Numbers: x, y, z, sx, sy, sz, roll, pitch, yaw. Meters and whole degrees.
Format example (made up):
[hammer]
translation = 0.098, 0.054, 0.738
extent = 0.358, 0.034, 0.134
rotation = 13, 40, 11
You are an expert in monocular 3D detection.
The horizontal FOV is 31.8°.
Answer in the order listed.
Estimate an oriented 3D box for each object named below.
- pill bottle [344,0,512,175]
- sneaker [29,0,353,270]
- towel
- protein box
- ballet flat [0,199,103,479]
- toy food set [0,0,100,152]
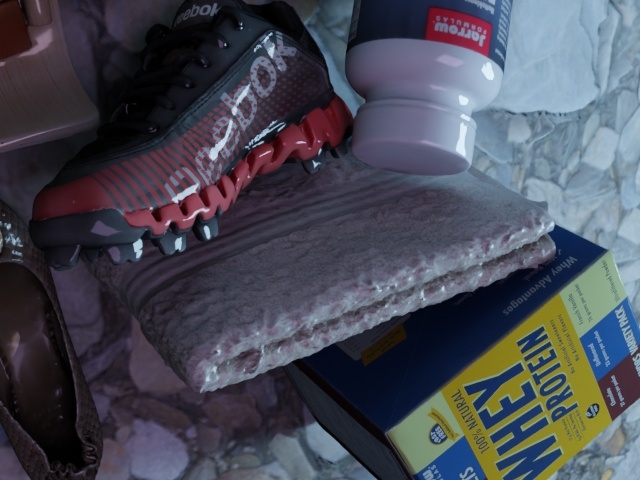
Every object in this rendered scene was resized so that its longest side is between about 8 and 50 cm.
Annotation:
[pill bottle]
translation = 0.073, -0.140, 0.754
extent = 0.108, 0.108, 0.180
rotation = 15, 77, -34
[sneaker]
translation = -0.083, -0.077, 0.693
extent = 0.276, 0.097, 0.135
rotation = -36, 117, -48
[towel]
translation = 0.000, 0.000, 0.756
extent = 0.282, 0.187, 0.049
rotation = -20, 123, -23
[protein box]
translation = 0.095, 0.078, 0.834
extent = 0.199, 0.201, 0.136
rotation = -37, 124, -13
[ballet flat]
translation = -0.200, 0.074, 0.745
extent = 0.084, 0.058, 0.250
rotation = -26, 120, -21
[toy food set]
translation = -0.248, -0.182, 0.591
extent = 0.219, 0.092, 0.306
rotation = -17, 118, -24
